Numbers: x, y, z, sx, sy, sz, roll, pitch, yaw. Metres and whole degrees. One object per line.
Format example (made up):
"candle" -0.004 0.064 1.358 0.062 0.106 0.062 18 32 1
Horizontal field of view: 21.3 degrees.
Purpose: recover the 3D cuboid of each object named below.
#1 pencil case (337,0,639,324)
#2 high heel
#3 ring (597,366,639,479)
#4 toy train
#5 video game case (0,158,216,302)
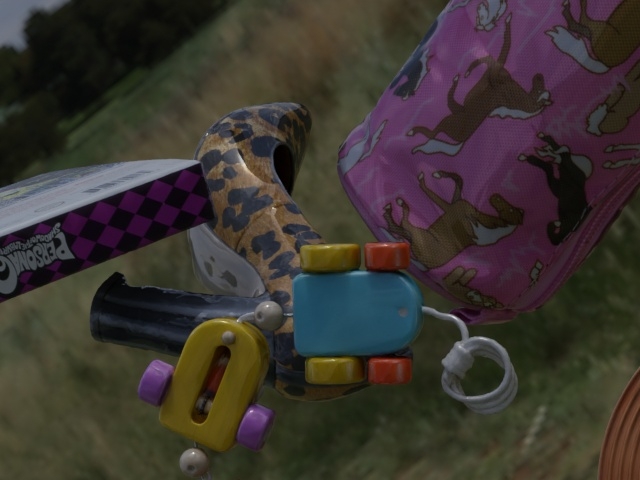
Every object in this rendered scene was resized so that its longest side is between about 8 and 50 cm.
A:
"pencil case" 0.175 -0.128 1.004 0.386 0.160 0.167 -49 24 19
"high heel" 0.000 0.000 1.032 0.186 0.093 0.261 11 39 19
"ring" 0.399 0.209 1.425 0.336 0.337 0.032 -36 -27 12
"toy train" -0.002 0.075 0.708 0.166 0.125 0.046 -42 -6 10
"video game case" -0.208 0.009 0.975 0.232 0.042 0.210 -23 13 -32
